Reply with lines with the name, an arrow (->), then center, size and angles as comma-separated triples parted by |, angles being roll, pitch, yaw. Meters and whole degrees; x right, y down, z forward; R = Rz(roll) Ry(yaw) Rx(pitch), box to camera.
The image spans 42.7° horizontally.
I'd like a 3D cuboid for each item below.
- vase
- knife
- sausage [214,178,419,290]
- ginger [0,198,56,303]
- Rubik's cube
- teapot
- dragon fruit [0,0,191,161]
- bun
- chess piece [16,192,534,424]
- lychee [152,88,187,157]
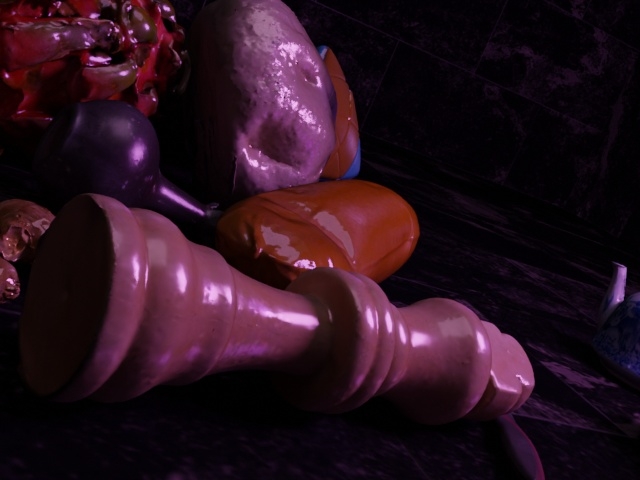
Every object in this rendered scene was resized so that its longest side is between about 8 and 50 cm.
vase -> -0.167, -0.050, 0.754 | 0.183, 0.120, 0.120 | 31, 6, -33
knife -> 0.149, 0.149, 0.696 | 0.035, 0.018, 0.247 | 19, 10, -4
sausage -> -0.003, 0.004, 0.797 | 0.134, 0.116, 0.354 | 42, 20, 14
ginger -> -0.172, 0.015, 0.589 | 0.176, 0.052, 0.193 | 37, 19, 28
Rubik's cube -> -0.054, -0.233, 1.440 | 0.254, 0.254, 0.254 | 22, 13, -5
teapot -> 0.442, 0.119, 1.029 | 0.159, 0.159, 0.232 | 11, 18, -44
dragon fruit -> -0.278, -0.186, 0.822 | 0.237, 0.231, 0.302 | 38, 23, 32
bun -> -0.075, -0.145, 0.943 | 0.168, 0.273, 0.273 | -6, 24, -22
chess piece -> 0.007, 0.072, 0.562 | 0.397, 0.117, 0.117 | 16, 14, -38
lychee -> -0.106, -0.195, 1.173 | 0.271, 0.236, 0.236 | -11, 27, -22
